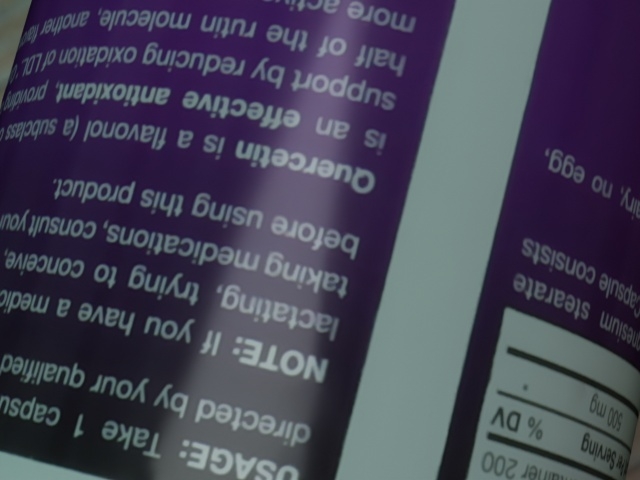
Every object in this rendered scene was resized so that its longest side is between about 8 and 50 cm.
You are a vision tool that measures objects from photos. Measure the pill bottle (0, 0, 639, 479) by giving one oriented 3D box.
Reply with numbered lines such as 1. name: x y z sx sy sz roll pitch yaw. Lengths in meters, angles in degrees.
1. pill bottle: 0.000 0.000 0.399 0.181 0.181 0.323 13 80 9
